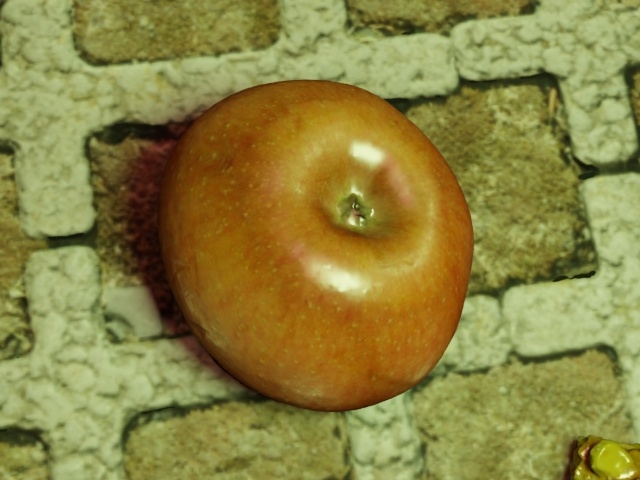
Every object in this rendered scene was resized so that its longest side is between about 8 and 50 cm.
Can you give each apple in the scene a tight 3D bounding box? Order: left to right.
[{"bbox_3d":[0.000,0.000,1.250,0.252,0.206,0.272,-10,73,-12],"label":"apple"}]

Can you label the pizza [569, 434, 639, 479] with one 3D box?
[{"bbox_3d":[0.325,0.297,1.261,0.268,0.087,0.257,8,75,-6],"label":"pizza"}]
